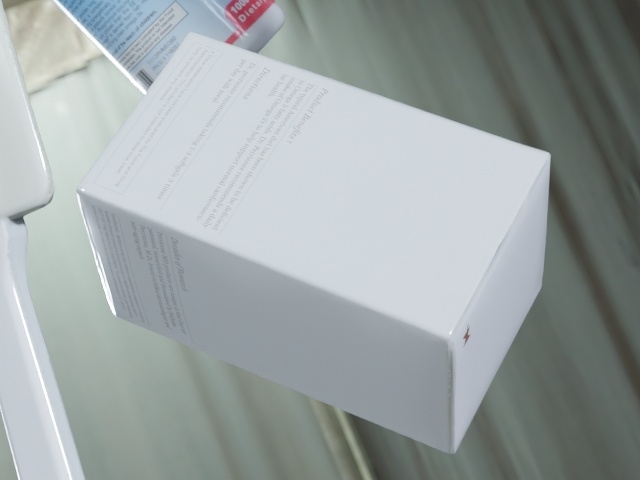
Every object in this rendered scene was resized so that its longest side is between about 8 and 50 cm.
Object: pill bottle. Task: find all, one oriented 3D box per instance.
[{"bbox_3d":[-0.102,-0.147,0.881,0.087,0.160,0.087,-43,8,8],"label":"pill bottle"}]

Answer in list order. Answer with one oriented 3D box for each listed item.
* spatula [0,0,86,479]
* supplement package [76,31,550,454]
[{"bbox_3d":[-0.106,0.051,0.374,0.168,0.242,0.019,-20,-7,31],"label":"spatula"},{"bbox_3d":[0.000,0.000,0.734,0.105,0.179,0.105,-58,-21,-30],"label":"supplement package"}]
